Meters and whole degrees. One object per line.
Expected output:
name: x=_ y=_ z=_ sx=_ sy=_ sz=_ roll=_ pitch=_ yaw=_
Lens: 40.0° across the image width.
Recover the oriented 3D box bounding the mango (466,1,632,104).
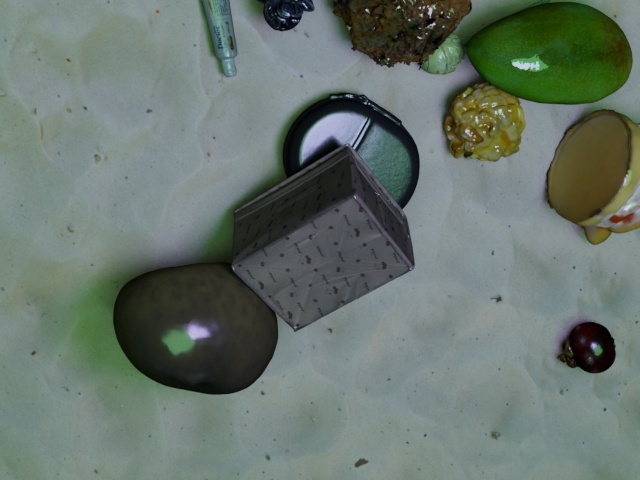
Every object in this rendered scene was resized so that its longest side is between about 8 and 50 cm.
mango: x=0.473 y=-0.387 z=1.816 sx=0.382 sy=0.201 sz=0.225 roll=-3 pitch=68 yaw=-23

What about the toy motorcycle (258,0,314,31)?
toy motorcycle: x=-0.152 y=-0.553 z=1.656 sx=0.359 sy=0.125 sz=0.212 roll=26 pitch=82 yaw=-18

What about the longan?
longan: x=-0.247 y=0.174 z=1.760 sx=0.350 sy=0.288 sz=0.288 roll=8 pitch=104 yaw=-41

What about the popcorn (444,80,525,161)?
popcorn: x=0.352 y=-0.251 z=1.879 sx=0.170 sy=0.180 sz=0.180 roll=-49 pitch=117 yaw=-39

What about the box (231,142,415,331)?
box: x=0.000 y=0.000 z=1.757 sx=0.297 sy=0.190 sz=0.225 roll=-29 pitch=122 yaw=20

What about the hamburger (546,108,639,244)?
hamburger: x=0.643 y=-0.125 z=1.934 sx=0.186 sy=0.261 sz=0.302 roll=18 pitch=118 yaw=-23

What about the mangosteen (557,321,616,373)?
mangosteen: x=0.638 y=0.262 z=2.112 sx=0.140 sy=0.140 sz=0.140 roll=-4 pitch=106 yaw=-13

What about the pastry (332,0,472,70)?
pastry: x=0.157 y=-0.459 z=1.708 sx=0.275 sy=0.192 sz=0.274 roll=6 pitch=129 yaw=7

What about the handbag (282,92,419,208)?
handbag: x=0.071 y=-0.167 z=1.851 sx=0.308 sy=0.093 sz=0.253 roll=31 pitch=97 yaw=-20

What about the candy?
candy: x=0.355 y=-0.444 z=1.863 sx=0.336 sy=0.092 sz=0.093 roll=-28 pitch=123 yaw=-15

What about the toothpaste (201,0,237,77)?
toothpaste: x=-0.201 y=-0.450 z=1.731 sx=0.067 sy=0.037 sz=0.255 roll=-14 pitch=104 yaw=-13
